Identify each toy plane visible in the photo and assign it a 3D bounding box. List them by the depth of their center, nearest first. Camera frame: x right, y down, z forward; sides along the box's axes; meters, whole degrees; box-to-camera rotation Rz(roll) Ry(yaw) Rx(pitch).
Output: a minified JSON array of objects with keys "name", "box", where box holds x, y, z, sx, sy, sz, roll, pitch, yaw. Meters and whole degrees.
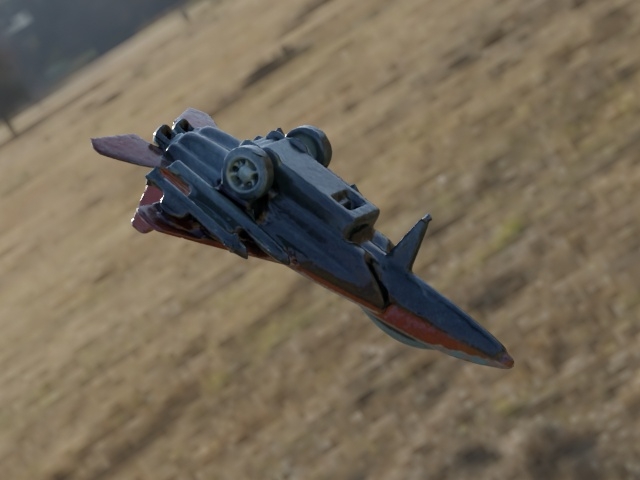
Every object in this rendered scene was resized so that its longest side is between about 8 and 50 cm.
[{"name":"toy plane","box":[0.002,-0.007,1.385,0.223,0.326,0.104,-25,-44,-59]}]
